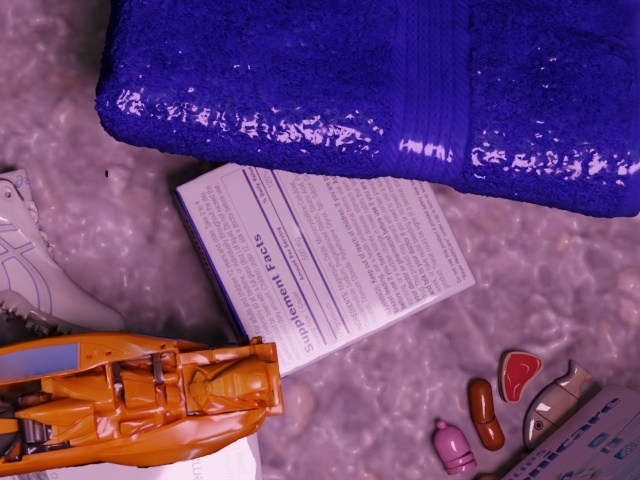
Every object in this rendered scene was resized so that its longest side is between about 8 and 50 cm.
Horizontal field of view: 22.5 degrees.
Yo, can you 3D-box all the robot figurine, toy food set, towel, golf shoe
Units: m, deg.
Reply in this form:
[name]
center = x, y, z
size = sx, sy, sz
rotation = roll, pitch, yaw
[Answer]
[robot figurine]
center = -0.158, 0.137, 0.818
size = 0.291, 0.085, 0.211
rotation = -8, 87, -7
[toy food set]
center = 0.110, 0.118, 0.980
size = 0.078, 0.019, 0.122
rotation = 28, 85, -6
[towel]
center = 0.036, -0.133, 0.905
size = 0.308, 0.076, 0.227
rotation = 7, 53, -8
[golf shoe]
center = -0.178, 0.001, 0.927
size = 0.176, 0.069, 0.086
rotation = 30, 79, -6

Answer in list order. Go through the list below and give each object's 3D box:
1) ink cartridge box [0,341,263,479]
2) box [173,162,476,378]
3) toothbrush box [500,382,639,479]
[ink cartridge box]
center = -0.143, 0.152, 0.910
size = 0.219, 0.092, 0.160
rotation = -9, 88, -8
[box]
center = 0.000, 0.000, 0.944
size = 0.137, 0.072, 0.126
rotation = -25, 90, -8
[toothbrush box]
center = 0.226, 0.208, 0.844
size = 0.126, 0.295, 0.216
rotation = -40, 100, -8
